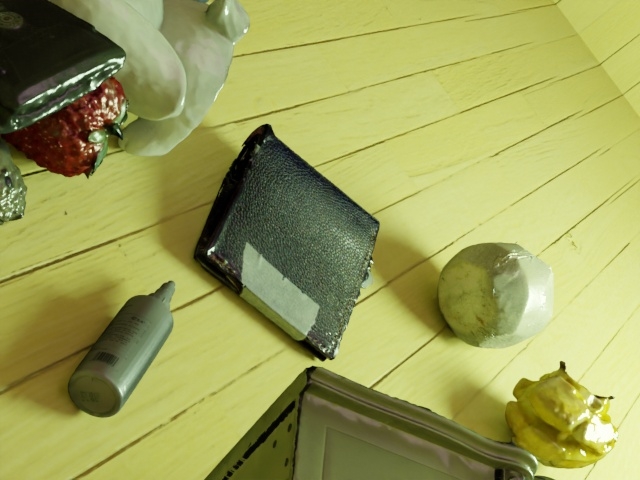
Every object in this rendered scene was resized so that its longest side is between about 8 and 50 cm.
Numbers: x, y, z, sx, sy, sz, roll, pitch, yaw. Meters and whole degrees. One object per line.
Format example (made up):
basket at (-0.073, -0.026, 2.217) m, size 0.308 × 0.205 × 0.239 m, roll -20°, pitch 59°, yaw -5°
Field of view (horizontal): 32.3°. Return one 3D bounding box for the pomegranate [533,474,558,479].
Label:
pomegranate at (0.243, 0.370, 1.290) m, size 0.179 × 0.179 × 0.210 m, roll -35°, pitch 111°, yaw -59°

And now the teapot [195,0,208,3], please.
teapot at (-0.198, -0.377, 1.557) m, size 0.111 × 0.149 × 0.108 m, roll -34°, pitch 104°, yaw -21°

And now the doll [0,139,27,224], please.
doll at (-0.396, -0.124, 1.045) m, size 0.286 × 0.091 × 0.203 m, roll 47°, pitch 9°, yaw 18°

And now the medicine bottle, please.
medicine bottle at (-0.185, 0.095, 1.107) m, size 0.057 × 0.058 × 0.199 m, roll 45°, pitch 31°, yaw -12°

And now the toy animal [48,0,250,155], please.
toy animal at (-0.235, -0.263, 1.270) m, size 0.265 × 0.206 × 0.271 m, roll 35°, pitch 37°, yaw -32°

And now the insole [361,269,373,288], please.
insole at (0.000, 0.000, 1.494) m, size 0.197 × 0.004 × 0.065 m, roll 38°, pitch 34°, yaw -21°

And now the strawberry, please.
strawberry at (-0.278, -0.140, 1.155) m, size 0.148 × 0.131 × 0.131 m, roll 30°, pitch 38°, yaw -33°

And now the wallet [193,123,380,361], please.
wallet at (-0.038, 0.000, 1.396) m, size 0.221 × 0.071 × 0.262 m, roll 42°, pitch 38°, yaw -21°

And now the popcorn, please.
popcorn at (0.334, 0.251, 1.539) m, size 0.148 × 0.152 × 0.167 m, roll 21°, pitch -9°, yaw 42°

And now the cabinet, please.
cabinet at (0.012, 0.330, 0.871) m, size 0.228 × 0.290 × 0.318 m, roll 24°, pitch 42°, yaw -18°

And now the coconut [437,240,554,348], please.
coconut at (0.261, 0.078, 1.608) m, size 0.162 × 0.161 × 0.161 m, roll -4°, pitch 61°, yaw -45°

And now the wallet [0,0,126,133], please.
wallet at (-0.334, -0.208, 1.097) m, size 0.245 × 0.052 × 0.168 m, roll 34°, pitch 49°, yaw 20°
